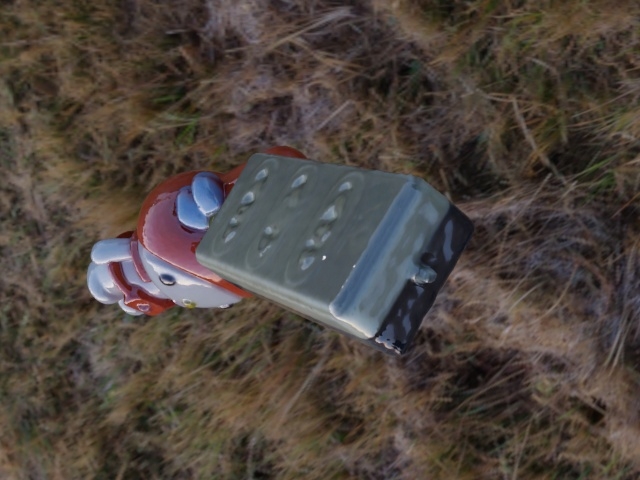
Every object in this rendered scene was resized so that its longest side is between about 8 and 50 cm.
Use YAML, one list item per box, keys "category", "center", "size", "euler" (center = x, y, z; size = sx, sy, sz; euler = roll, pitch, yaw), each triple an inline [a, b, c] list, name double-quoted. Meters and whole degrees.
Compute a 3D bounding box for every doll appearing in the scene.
- category: "doll"
  center: [-0.108, -0.003, 0.955]
  size: [0.290, 0.161, 0.130]
  euler: [-25, 50, 33]

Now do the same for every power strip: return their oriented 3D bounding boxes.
- category: "power strip"
  center: [0.000, 0.000, 0.683]
  size: [0.256, 0.070, 0.105]
  euler: [16, 75, 59]
